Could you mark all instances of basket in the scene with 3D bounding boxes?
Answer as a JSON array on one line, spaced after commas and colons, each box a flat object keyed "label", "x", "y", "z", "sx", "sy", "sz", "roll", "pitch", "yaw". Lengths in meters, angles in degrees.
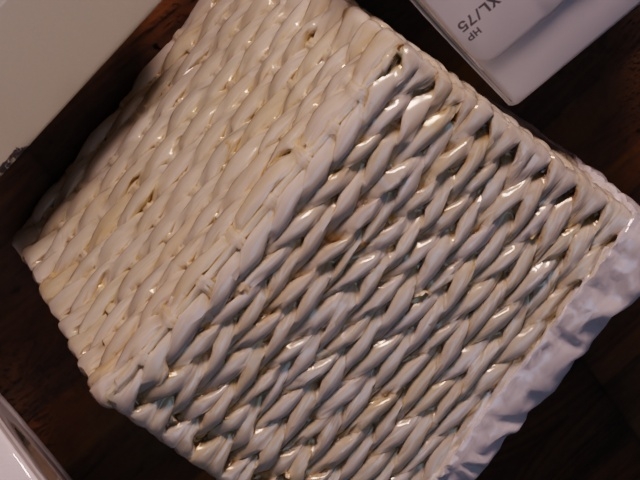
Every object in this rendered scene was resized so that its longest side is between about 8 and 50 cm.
[{"label": "basket", "x": 0.000, "y": 0.000, "z": 1.394, "sx": 0.266, "sy": 0.328, "sz": 0.331, "roll": 38, "pitch": 95, "yaw": -29}]

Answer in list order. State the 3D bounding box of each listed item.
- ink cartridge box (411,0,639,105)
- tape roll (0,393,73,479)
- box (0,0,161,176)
[{"label": "ink cartridge box", "x": 0.115, "y": -0.270, "z": 1.347, "sx": 0.198, "sy": 0.270, "sz": 0.197, "roll": -40, "pitch": 122, "yaw": 11}, {"label": "tape roll", "x": -0.215, "y": 0.220, "z": 1.413, "sx": 0.100, "sy": 0.286, "sz": 0.286, "roll": -38, "pitch": 121, "yaw": -7}, {"label": "box", "x": -0.237, "y": -0.119, "z": 1.365, "sx": 0.275, "sy": 0.113, "sz": 0.094, "roll": -46, "pitch": 122, "yaw": 1}]
